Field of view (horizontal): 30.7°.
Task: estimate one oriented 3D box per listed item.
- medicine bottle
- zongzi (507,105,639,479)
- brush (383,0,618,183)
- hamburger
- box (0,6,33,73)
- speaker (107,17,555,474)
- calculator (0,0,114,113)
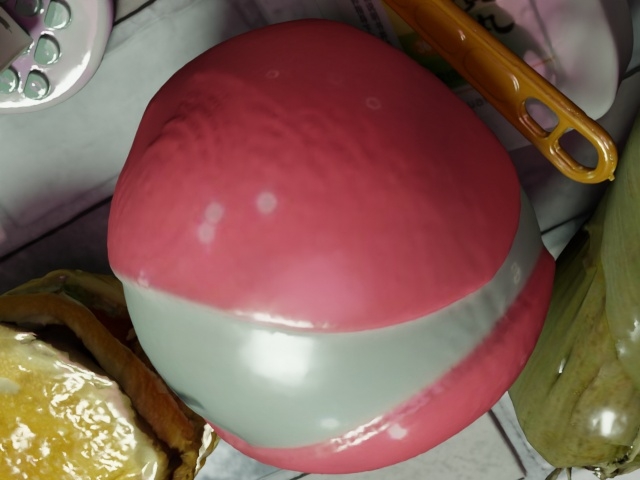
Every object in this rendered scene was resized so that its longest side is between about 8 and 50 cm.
[{"bbox_3d":[0.065,-0.215,0.731,0.179,0.124,0.324,-12,114,33],"label":"medicine bottle"},{"bbox_3d":[0.188,0.026,0.764,0.447,0.181,0.418,-39,135,22],"label":"zongzi"},{"bbox_3d":[0.054,-0.142,0.686,0.314,0.017,0.090,43,147,7],"label":"brush"},{"bbox_3d":[-0.200,0.135,0.918,0.244,0.163,0.244,6,118,12],"label":"hamburger"},{"bbox_3d":[-0.321,-0.157,0.710,0.106,0.203,0.252,-35,109,18],"label":"box"},{"bbox_3d":[0.000,0.000,0.752,0.294,0.294,0.294,2,116,5],"label":"speaker"},{"bbox_3d":[-0.293,-0.193,0.828,0.298,0.041,0.185,20,116,-6],"label":"calculator"}]
